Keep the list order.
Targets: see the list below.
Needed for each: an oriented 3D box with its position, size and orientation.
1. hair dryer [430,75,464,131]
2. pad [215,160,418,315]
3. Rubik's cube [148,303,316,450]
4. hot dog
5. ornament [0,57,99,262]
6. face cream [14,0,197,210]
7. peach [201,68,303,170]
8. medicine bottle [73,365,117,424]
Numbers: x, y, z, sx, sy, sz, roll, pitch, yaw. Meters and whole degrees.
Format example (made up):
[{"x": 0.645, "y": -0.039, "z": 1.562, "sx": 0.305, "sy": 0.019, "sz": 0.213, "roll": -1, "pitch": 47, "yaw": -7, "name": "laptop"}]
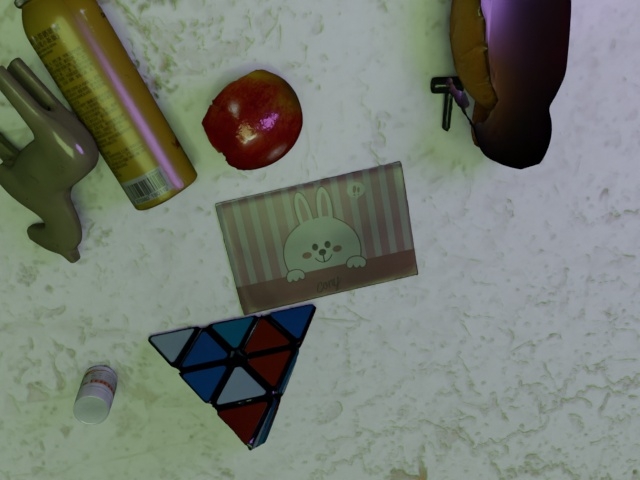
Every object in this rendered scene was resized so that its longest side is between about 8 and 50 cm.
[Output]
[{"x": 0.190, "y": -0.206, "z": 1.048, "sx": 0.047, "sy": 0.026, "sz": 0.083, "roll": -3, "pitch": 118, "yaw": -4, "name": "hair dryer"}, {"x": 0.000, "y": 0.000, "z": 1.107, "sx": 0.299, "sy": 0.005, "sz": 0.202, "roll": -12, "pitch": 112, "yaw": -3, "name": "pad"}, {"x": -0.087, "y": 0.227, "z": 1.060, "sx": 0.250, "sy": 0.234, "sz": 0.284, "roll": -36, "pitch": 110, "yaw": 6, "name": "Rubik's cube"}, {"x": 0.244, "y": -0.274, "z": 0.979, "sx": 0.194, "sy": 0.107, "sz": 0.326, "roll": 0, "pitch": 111, "yaw": -22, "name": "hot dog"}, {"x": -0.390, "y": -0.091, "z": 0.964, "sx": 0.230, "sy": 0.061, "sz": 0.245, "roll": -31, "pitch": 105, "yaw": 37, "name": "ornament"}, {"x": -0.297, "y": -0.212, "z": 0.937, "sx": 0.105, "sy": 0.105, "sz": 0.349, "roll": -27, "pitch": 111, "yaw": 3, "name": "face cream"}, {"x": -0.088, "y": -0.168, "z": 0.973, "sx": 0.151, "sy": 0.118, "sz": 0.151, "roll": -10, "pitch": 120, "yaw": -17, "name": "peach"}, {"x": -0.359, "y": 0.246, "z": 1.108, "sx": 0.057, "sy": 0.089, "sz": 0.057, "roll": -2, "pitch": 112, "yaw": -6, "name": "medicine bottle"}]
